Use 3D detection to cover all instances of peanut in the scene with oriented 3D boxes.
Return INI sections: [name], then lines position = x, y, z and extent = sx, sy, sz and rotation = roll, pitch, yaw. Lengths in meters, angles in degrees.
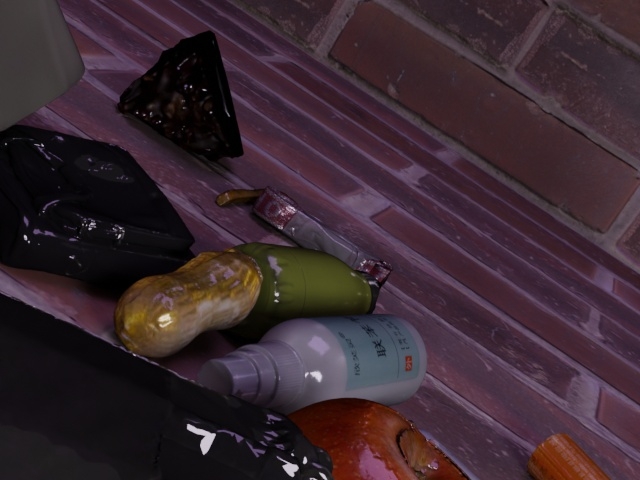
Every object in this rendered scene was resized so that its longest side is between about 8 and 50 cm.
[peanut]
position = -0.133, 0.063, 1.182
extent = 0.087, 0.087, 0.207
rotation = 38, 32, 18

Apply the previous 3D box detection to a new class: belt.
[belt]
position = 0.000, 0.000, 1.711
extent = 0.232, 0.053, 0.071
rotation = 34, 9, 5

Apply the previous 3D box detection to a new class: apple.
[apple]
position = 0.039, 0.231, 0.898
extent = 0.235, 0.173, 0.210
rotation = 30, 17, -11

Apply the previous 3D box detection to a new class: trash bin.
[trash bin]
position = -0.391, -0.264, 1.234
extent = 0.219, 0.220, 0.250
rotation = 39, -23, 47

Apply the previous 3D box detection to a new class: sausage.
[sausage]
position = 0.341, 0.330, 1.346
extent = 0.071, 0.071, 0.234
rotation = 17, 22, -42

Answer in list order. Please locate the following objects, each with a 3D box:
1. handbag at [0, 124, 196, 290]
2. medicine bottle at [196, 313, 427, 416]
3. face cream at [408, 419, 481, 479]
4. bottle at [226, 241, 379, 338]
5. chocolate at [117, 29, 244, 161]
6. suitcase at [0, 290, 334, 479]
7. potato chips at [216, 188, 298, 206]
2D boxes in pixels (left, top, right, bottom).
[handbag]
position = -0.277, -0.042, 1.283
extent = 0.244, 0.088, 0.275
rotation = 14, 25, -37
[medicine bottle]
position = -0.009, 0.136, 1.196
extent = 0.110, 0.110, 0.352
rotation = 40, 18, 26
[face cream]
position = 0.130, 0.262, 1.149
extent = 0.229, 0.075, 0.075
rotation = 42, 19, 27
[bottle]
position = -0.018, 0.065, 1.382
extent = 0.112, 0.112, 0.260
rotation = 42, 19, 29
[chocolate]
position = -0.230, -0.214, 1.826
extent = 0.177, 0.206, 0.224
rotation = -13, 9, 1
[suitcase]
position = -0.202, 0.148, 0.657
extent = 0.434, 0.194, 0.283
rotation = 28, 17, -13
[potato chips]
position = -0.101, -0.065, 1.763
extent = 0.037, 0.026, 0.204
rotation = 53, 22, 19
